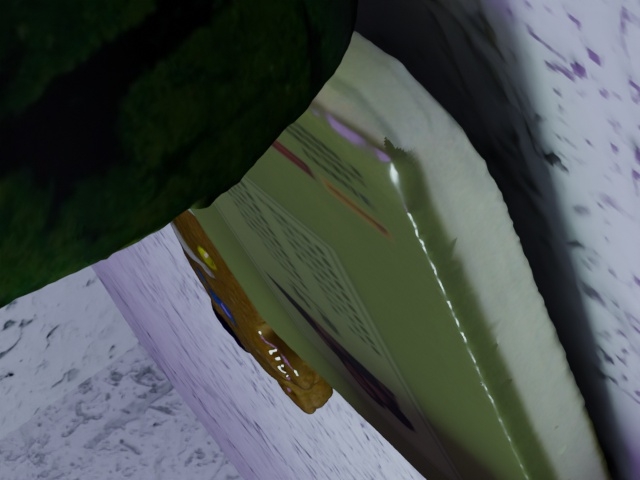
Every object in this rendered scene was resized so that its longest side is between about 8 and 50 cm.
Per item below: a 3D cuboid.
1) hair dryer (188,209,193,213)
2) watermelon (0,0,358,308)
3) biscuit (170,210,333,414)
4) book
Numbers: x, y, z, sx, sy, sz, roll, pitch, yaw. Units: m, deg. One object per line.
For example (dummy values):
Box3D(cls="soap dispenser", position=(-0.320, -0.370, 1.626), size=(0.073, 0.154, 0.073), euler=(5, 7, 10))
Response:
Box3D(cls="hair dryer", position=(-0.089, -0.116, 0.781), size=(0.206, 0.075, 0.237), euler=(40, 156, 34))
Box3D(cls="watermelon", position=(-0.065, -0.085, 0.412), size=(0.123, 0.129, 0.301), euler=(56, -160, -31))
Box3D(cls="biscuit", position=(-0.058, 0.019, 1.146), size=(0.180, 0.039, 0.236), euler=(49, 168, 39))
Box3D(cls="book", position=(0.000, 0.000, 0.620), size=(0.239, 0.035, 0.352), euler=(40, 168, 34))
